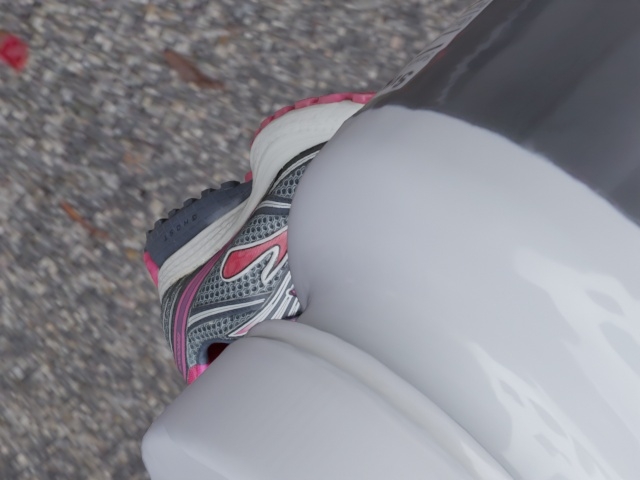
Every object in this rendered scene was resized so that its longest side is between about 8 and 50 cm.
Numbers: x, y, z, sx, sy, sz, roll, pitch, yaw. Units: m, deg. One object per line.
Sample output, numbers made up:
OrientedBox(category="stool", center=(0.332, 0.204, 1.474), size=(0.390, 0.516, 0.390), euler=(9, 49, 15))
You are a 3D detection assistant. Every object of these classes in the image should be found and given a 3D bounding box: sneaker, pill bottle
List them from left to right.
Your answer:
OrientedBox(category="sneaker", center=(0.000, 0.000, 1.078), size=(0.121, 0.299, 0.112), euler=(2, 63, -33))
OrientedBox(category="pill bottle", center=(0.103, -0.005, 0.519), size=(0.318, 0.176, 0.176), euler=(-44, 118, -20))
